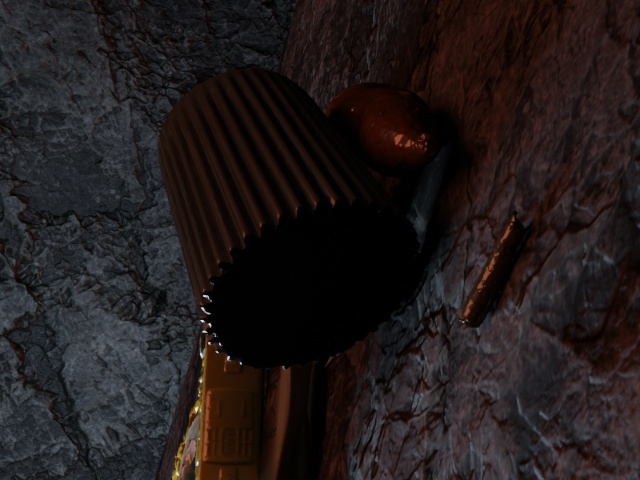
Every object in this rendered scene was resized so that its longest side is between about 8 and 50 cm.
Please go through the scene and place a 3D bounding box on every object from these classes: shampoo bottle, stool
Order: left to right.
[{"bbox_3d":[-0.062,-0.043,1.333,0.297,0.297,0.330,-65,36,34],"label":"stool"},{"bbox_3d":[-0.051,0.318,1.552,0.350,0.084,0.125,-87,12,-44],"label":"shampoo bottle"}]

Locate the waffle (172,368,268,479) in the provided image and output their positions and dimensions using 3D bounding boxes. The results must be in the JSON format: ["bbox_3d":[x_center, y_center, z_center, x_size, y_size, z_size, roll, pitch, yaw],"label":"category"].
[{"bbox_3d":[-0.203,0.394,2.000,0.261,0.151,0.324,174,111,-80],"label":"waffle"}]

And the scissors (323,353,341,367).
[{"bbox_3d":[0.020,0.186,1.585,0.083,0.006,0.036,119,160,-47],"label":"scissors"}]

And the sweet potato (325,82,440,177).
[{"bbox_3d":[0.108,-0.146,1.350,0.337,0.131,0.131,-137,63,-67],"label":"sweet potato"}]

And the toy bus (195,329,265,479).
[{"bbox_3d":[-0.149,0.281,1.636,0.123,0.121,0.335,97,174,-61],"label":"toy bus"}]

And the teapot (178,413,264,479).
[{"bbox_3d":[-0.167,0.406,1.730,0.163,0.178,0.221,135,148,-68],"label":"teapot"}]

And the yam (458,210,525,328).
[{"bbox_3d":[0.181,0.032,1.014,0.033,0.027,0.129,-76,8,-66],"label":"yam"}]
